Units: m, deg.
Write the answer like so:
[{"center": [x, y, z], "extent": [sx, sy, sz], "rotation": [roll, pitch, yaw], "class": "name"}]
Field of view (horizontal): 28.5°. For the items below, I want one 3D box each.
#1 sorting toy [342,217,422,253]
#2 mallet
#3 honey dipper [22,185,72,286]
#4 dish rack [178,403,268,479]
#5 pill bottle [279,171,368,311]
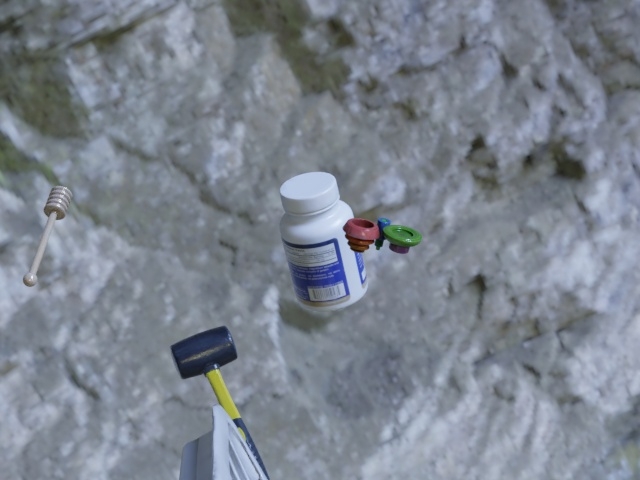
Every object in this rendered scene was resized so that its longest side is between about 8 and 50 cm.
[{"center": [0.076, 0.001, 1.601], "extent": [0.101, 0.042, 0.061], "rotation": [12, 22, 2], "class": "sorting toy"}, {"center": [-0.075, 0.160, 1.181], "extent": [0.062, 0.039, 0.190], "rotation": [-27, 60, -15], "class": "mallet"}, {"center": [-0.354, -0.005, 1.615], "extent": [0.030, 0.030, 0.161], "rotation": [-15, 41, 25], "class": "honey dipper"}, {"center": [-0.026, 0.304, 0.955], "extent": [0.072, 0.333, 0.285], "rotation": [-30, 8, -2], "class": "dish rack"}, {"center": [0.000, 0.000, 1.851], "extent": [0.112, 0.187, 0.112], "rotation": [-10, 28, 5], "class": "pill bottle"}]
